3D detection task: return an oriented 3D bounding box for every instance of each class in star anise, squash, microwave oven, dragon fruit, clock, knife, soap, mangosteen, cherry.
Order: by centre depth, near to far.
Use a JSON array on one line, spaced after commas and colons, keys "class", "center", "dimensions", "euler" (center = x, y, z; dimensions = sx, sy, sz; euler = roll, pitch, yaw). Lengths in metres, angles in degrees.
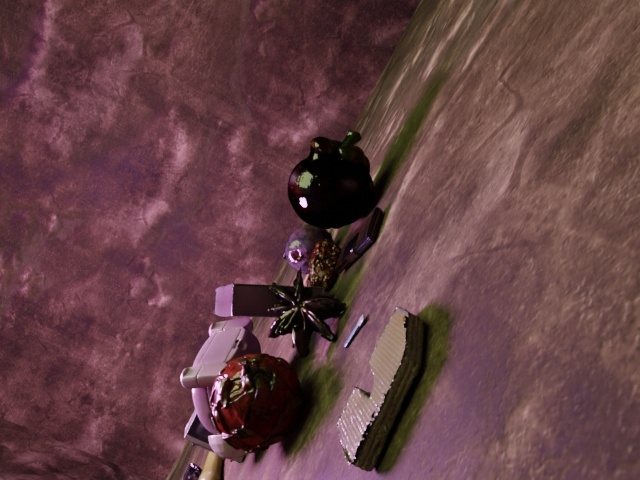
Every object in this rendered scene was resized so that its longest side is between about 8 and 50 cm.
[{"class": "knife", "center": [0.079, 0.212, 1.134], "dimensions": [0.096, 0.010, 0.027], "euler": [-62, 9, 23]}, {"class": "dragon fruit", "center": [-0.155, 0.402, 1.243], "dimensions": [0.299, 0.244, 0.244], "euler": [119, 174, -59]}, {"class": "star anise", "center": [-0.044, 0.199, 1.357], "dimensions": [0.212, 0.129, 0.283], "euler": [-45, 41, -20]}, {"class": "clock", "center": [-0.264, 0.450, 1.518], "dimensions": [0.342, 0.184, 0.325], "euler": [-60, -39, -60]}, {"class": "soap", "center": [-0.170, 0.193, 1.574], "dimensions": [0.285, 0.296, 0.107], "euler": [160, 113, -68]}, {"class": "mangosteen", "center": [0.029, -0.188, 1.640], "dimensions": [0.297, 0.297, 0.313], "euler": [-72, -26, -48]}, {"class": "microwave oven", "center": [-0.338, 0.637, 1.641], "dimensions": [0.129, 0.205, 0.163], "euler": [-65, 8, -18]}, {"class": "squash", "center": [-0.395, 0.846, 1.791], "dimensions": [0.083, 0.083, 0.250], "euler": [-63, 6, -1]}, {"class": "cherry", "center": [-0.044, 0.035, 1.843], "dimensions": [0.195, 0.195, 0.195], "euler": [-60, 9, 16]}]

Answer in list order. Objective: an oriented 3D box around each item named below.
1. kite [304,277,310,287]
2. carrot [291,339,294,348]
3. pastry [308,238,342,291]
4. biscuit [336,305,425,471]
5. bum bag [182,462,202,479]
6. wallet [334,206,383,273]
[{"class": "kite", "center": [-0.069, 0.204, 2.024], "dimensions": [0.241, 0.014, 0.183], "euler": [-60, 8, 25]}, {"class": "carrot", "center": [-0.072, 0.271, 1.745], "dimensions": [0.049, 0.049, 0.254], "euler": [-54, 17, 46]}, {"class": "pastry", "center": [0.010, 0.083, 1.664], "dimensions": [0.208, 0.097, 0.115], "euler": [-76, 6, -52]}, {"class": "biscuit", "center": [0.102, 0.232, 0.806], "dimensions": [0.249, 0.046, 0.147], "euler": [-64, 7, -4]}, {"class": "bum bag", "center": [-0.453, 0.928, 1.713], "dimensions": [0.095, 0.144, 0.340], "euler": [-20, 12, -1]}, {"class": "wallet", "center": [0.110, 0.003, 1.475], "dimensions": [0.230, 0.042, 0.124], "euler": [-48, 14, 52]}]
